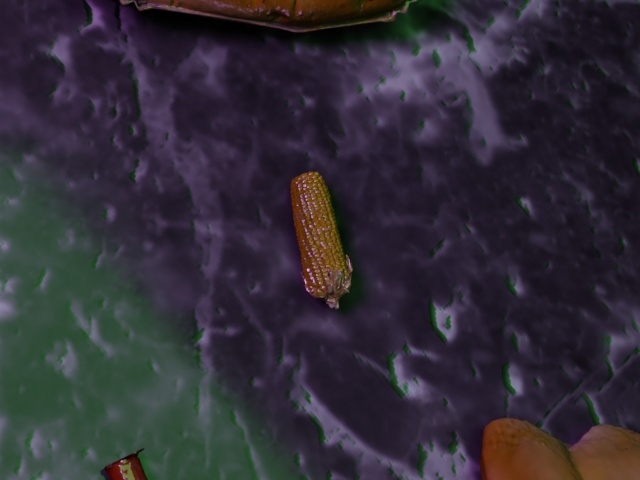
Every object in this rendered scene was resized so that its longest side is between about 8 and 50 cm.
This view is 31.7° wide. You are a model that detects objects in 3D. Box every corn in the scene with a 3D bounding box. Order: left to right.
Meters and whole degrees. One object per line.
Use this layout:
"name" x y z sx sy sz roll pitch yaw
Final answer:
"corn" 0.000 0.000 0.661 0.027 0.028 0.083 0 71 -40

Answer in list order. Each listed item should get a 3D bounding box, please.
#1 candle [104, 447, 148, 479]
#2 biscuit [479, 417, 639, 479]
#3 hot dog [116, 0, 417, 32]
"candle" -0.072 0.190 0.580 0.026 0.021 0.167 -16 77 -43
"biscuit" 0.242 0.175 0.657 0.299 0.045 0.154 3 51 -17
"hot dog" -0.041 -0.191 0.687 0.252 0.069 0.131 -5 75 -19
